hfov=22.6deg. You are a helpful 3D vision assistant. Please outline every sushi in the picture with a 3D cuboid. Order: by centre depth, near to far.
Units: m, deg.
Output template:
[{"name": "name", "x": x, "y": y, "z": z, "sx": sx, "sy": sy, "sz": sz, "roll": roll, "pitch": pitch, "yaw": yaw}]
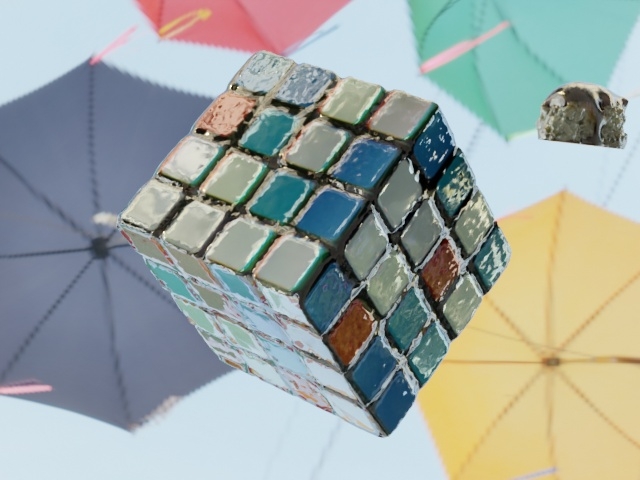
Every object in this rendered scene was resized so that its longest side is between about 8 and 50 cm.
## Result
[{"name": "sushi", "x": 0.192, "y": -0.093, "z": 1.169, "sx": 0.083, "sy": 0.044, "sz": 0.046, "roll": 2, "pitch": -85, "yaw": -42}]

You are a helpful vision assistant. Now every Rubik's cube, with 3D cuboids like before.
[{"name": "Rubik's cube", "x": 0.000, "y": 0.000, "z": 0.976, "sx": 0.151, "sy": 0.155, "sz": 0.154, "roll": -53, "pitch": -40, "yaw": -18}]
